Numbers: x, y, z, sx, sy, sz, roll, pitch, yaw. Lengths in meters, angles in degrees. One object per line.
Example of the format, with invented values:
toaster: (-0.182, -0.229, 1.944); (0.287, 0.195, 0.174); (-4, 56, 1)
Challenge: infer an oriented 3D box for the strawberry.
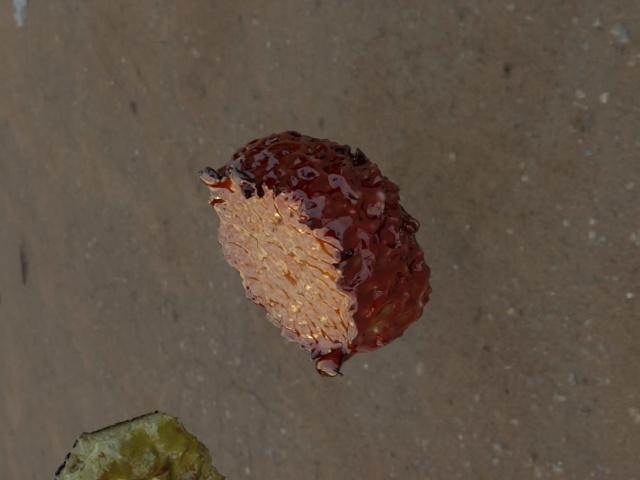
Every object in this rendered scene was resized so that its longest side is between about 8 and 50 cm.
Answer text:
strawberry: (0.000, 0.000, 0.503); (0.145, 0.086, 0.145); (49, 161, 24)

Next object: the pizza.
pizza: (-0.156, 0.197, 0.732); (0.036, 0.160, 0.099); (40, 136, 55)
